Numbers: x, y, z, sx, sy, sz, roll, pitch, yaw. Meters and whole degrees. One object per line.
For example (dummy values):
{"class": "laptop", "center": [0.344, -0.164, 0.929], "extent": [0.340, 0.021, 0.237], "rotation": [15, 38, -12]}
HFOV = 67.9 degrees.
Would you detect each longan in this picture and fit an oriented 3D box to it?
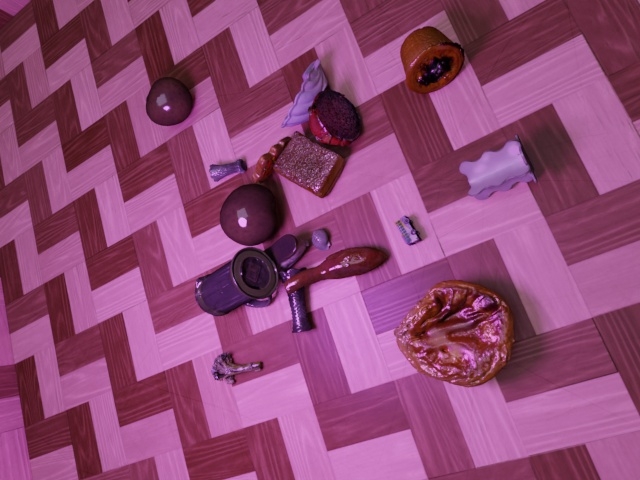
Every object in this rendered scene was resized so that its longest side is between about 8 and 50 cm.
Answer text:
{"class": "longan", "center": [-0.677, -0.616, 2.133], "extent": [0.196, 0.196, 0.220], "rotation": [29, 89, 25]}
{"class": "longan", "center": [-0.274, -0.102, 1.872], "extent": [0.248, 0.248, 0.248], "rotation": [-3, 83, 25]}

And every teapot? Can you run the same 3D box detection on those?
{"class": "teapot", "center": [-0.317, 0.187, 1.850], "extent": [0.337, 0.270, 0.200], "rotation": [-28, 39, 43]}

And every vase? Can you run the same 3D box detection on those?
{"class": "vase", "center": [-0.088, 0.228, 1.809], "extent": [0.115, 0.115, 0.237], "rotation": [-13, 82, 24]}
{"class": "vase", "center": [-0.391, -0.303, 2.025], "extent": [0.148, 0.081, 0.081], "rotation": [-10, 80, 21]}

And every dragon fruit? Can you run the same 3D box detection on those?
{"class": "dragon fruit", "center": [0.027, -0.438, 1.790], "extent": [0.218, 0.224, 0.148], "rotation": [50, 140, -13]}

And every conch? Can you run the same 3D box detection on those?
{"class": "conch", "center": [-0.003, -0.001, 1.818], "extent": [0.076, 0.056, 0.085], "rotation": [-45, 67, 28]}

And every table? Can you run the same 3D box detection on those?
{"class": "table", "center": [0.563, -0.221, 1.521], "extent": [0.198, 0.166, 0.167], "rotation": [-23, 75, 29]}

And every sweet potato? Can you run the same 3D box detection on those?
{"class": "sweet potato", "center": [0.052, 0.099, 1.732], "extent": [0.385, 0.109, 0.109], "rotation": [-17, 77, 8]}

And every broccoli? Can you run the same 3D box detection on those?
{"class": "broccoli", "center": [-0.334, 0.509, 1.904], "extent": [0.204, 0.118, 0.122], "rotation": [-5, 71, 9]}

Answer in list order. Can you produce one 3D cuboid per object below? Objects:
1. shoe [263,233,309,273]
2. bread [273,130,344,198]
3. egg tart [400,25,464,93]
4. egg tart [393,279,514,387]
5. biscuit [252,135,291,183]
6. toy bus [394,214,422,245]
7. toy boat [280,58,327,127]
{"class": "shoe", "center": [-0.153, 0.070, 1.862], "extent": [0.275, 0.098, 0.103], "rotation": [-36, 63, 37]}
{"class": "bread", "center": [-0.042, -0.289, 1.840], "extent": [0.234, 0.110, 0.184], "rotation": [33, 96, 23]}
{"class": "egg tart", "center": [0.371, -0.623, 1.629], "extent": [0.215, 0.215, 0.171], "rotation": [-31, 61, 19]}
{"class": "egg tart", "center": [0.443, 0.298, 1.516], "extent": [0.339, 0.153, 0.352], "rotation": [36, 99, 24]}
{"class": "biscuit", "center": [-0.186, -0.320, 1.881], "extent": [0.041, 0.212, 0.239], "rotation": [37, 75, 6]}
{"class": "toy bus", "center": [0.308, -0.032, 1.672], "extent": [0.058, 0.052, 0.102], "rotation": [-35, 69, 21]}
{"class": "toy boat", "center": [-0.055, -0.554, 1.852], "extent": [0.100, 0.199, 0.290], "rotation": [25, 91, -11]}
